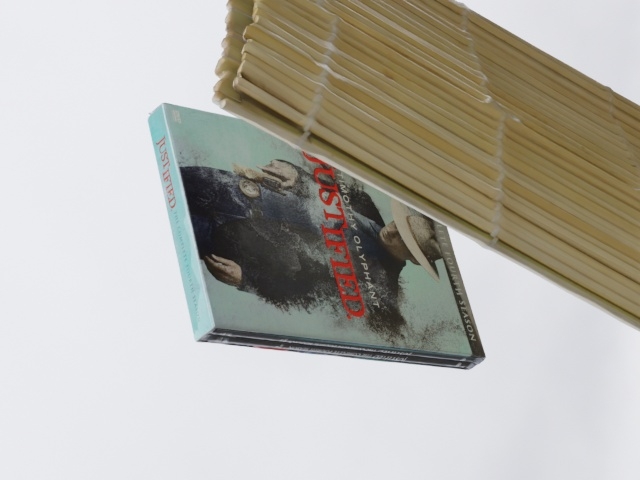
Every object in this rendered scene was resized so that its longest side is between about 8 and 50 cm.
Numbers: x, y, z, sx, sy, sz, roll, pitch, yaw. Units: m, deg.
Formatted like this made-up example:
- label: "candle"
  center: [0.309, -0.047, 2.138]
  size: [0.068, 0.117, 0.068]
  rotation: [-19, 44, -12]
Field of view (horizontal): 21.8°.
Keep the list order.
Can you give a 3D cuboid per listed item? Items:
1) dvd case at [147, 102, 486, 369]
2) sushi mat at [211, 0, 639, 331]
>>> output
- label: "dvd case"
  center: [0.000, 0.000, 0.570]
  size: [0.119, 0.013, 0.087]
  rotation: [11, -126, -39]
- label: "sushi mat"
  center: [0.106, -0.011, 0.565]
  size: [0.019, 0.316, 0.151]
  rotation: [-54, 17, 28]
